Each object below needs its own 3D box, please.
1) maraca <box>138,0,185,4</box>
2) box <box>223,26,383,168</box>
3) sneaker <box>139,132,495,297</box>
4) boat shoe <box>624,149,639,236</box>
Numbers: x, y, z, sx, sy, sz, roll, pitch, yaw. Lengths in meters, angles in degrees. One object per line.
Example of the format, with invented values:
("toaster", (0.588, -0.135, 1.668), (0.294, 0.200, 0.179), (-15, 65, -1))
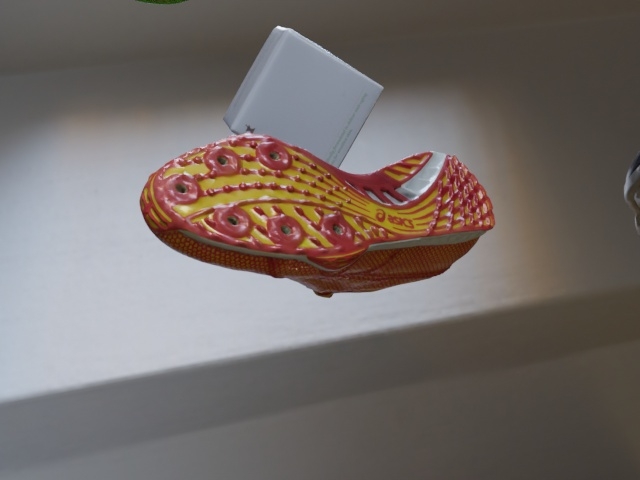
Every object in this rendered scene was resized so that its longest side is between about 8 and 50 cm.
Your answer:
("maraca", (-0.180, -0.299, 1.170), (0.099, 0.185, 0.127), (-127, -123, -67))
("box", (-0.017, -0.120, 1.066), (0.101, 0.102, 0.087), (-60, -167, 5))
("sneaker", (0.000, 0.000, 0.491), (0.067, 0.175, 0.064), (-46, -125, 34))
("boat shoe", (0.226, -0.054, 0.772), (0.206, 0.075, 0.065), (52, 33, -72))
